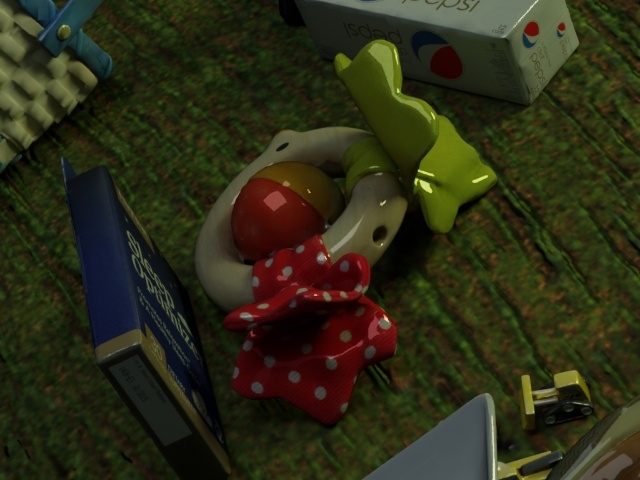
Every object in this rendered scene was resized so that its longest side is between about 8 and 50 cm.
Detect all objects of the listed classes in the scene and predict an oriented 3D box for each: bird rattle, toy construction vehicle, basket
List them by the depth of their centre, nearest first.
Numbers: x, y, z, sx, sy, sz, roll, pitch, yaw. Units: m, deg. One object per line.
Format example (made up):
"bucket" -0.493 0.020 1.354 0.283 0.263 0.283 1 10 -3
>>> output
"toy construction vehicle" 0.113 0.117 1.007 0.098 0.035 0.086 -14 42 16
"bird rattle" 0.000 0.000 1.163 0.207 0.143 0.253 8 64 49
"basket" -0.272 -0.218 1.442 0.254 0.201 0.289 23 71 44

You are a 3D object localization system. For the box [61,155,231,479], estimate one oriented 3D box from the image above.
"box" -0.120 0.044 1.134 0.036 0.136 0.225 -26 40 4

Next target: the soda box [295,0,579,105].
"soda box" 0.085 -0.169 1.297 0.216 0.069 0.074 19 58 40

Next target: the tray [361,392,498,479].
"tray" 0.010 0.204 0.898 0.270 0.030 0.145 -41 32 33

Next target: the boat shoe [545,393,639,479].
"boat shoe" 0.224 0.130 0.868 0.324 0.122 0.120 -38 44 -11

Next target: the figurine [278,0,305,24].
"figurine" -0.038 -0.324 1.417 0.092 0.209 0.215 -22 40 7
